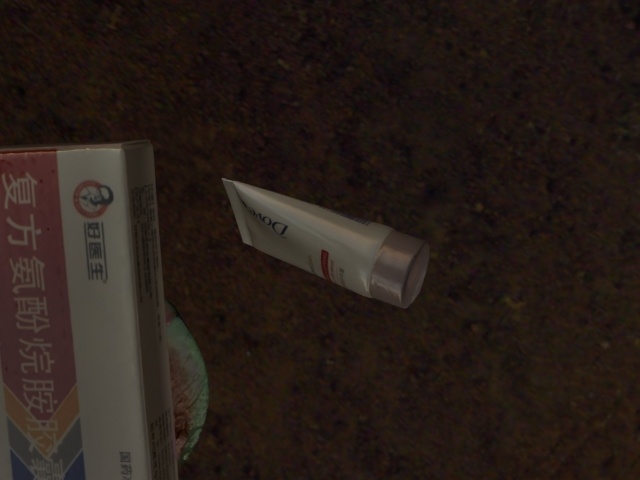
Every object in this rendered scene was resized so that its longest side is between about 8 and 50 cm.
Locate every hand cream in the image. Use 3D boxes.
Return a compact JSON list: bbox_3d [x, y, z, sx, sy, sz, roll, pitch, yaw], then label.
[{"bbox_3d":[0.000,0.000,1.162,0.083,0.248,0.133,-59,154,-30],"label":"hand cream"}]

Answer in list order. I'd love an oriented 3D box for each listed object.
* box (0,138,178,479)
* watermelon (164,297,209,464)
[{"bbox_3d":[-0.218,0.107,0.729,0.214,0.069,0.353,-2,99,13],"label":"box"},{"bbox_3d":[-0.282,0.172,1.080,0.319,0.292,0.222,-51,138,-8],"label":"watermelon"}]
